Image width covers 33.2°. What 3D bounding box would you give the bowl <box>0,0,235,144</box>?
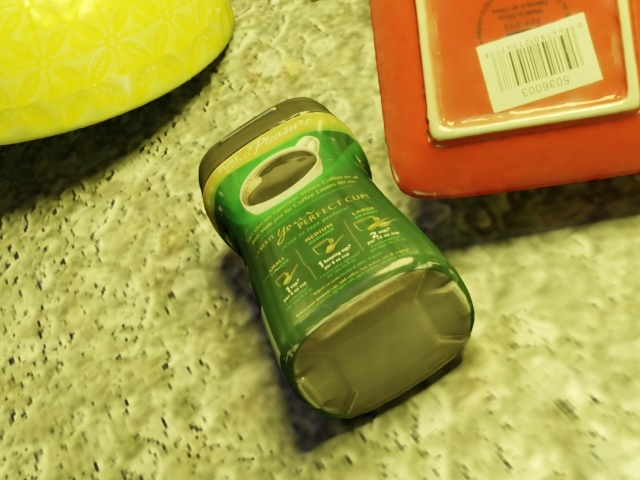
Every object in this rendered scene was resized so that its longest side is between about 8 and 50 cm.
[{"bbox_3d":[-0.218,-0.204,0.795,0.289,0.156,0.289,-8,33,5],"label":"bowl"}]

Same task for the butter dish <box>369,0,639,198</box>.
[{"bbox_3d":[0.117,-0.103,0.581,0.160,0.118,0.160,-8,84,17],"label":"butter dish"}]

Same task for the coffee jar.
[{"bbox_3d":[0.000,0.000,0.565,0.096,0.079,0.184,-32,41,1],"label":"coffee jar"}]
